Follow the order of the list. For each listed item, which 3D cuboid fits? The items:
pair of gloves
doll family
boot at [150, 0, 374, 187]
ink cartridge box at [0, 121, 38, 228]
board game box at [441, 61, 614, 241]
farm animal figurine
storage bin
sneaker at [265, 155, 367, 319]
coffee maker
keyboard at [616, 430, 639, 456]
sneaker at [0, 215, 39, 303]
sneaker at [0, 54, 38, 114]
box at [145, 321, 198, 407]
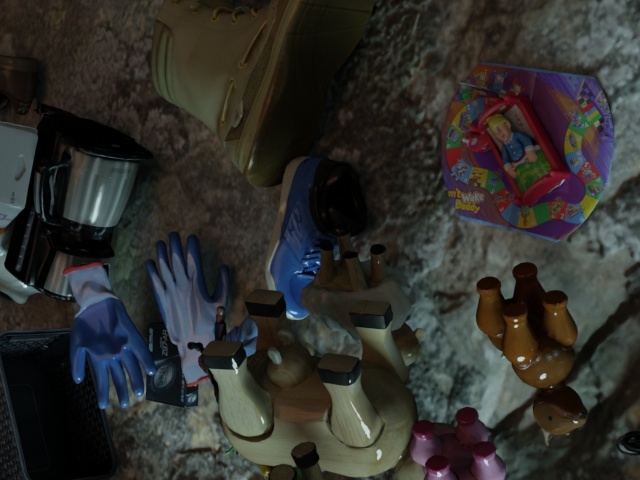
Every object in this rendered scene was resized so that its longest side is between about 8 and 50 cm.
[{"bbox_3d":[-0.176,0.082,1.281,0.198,0.023,0.159,-17,87,17],"label":"pair of gloves"},{"bbox_3d":[-0.053,0.150,1.180,0.111,0.076,0.193,-37,58,49],"label":"doll family"},{"bbox_3d":[-0.061,-0.209,1.179,0.203,0.095,0.262,42,122,38],"label":"boot"},{"bbox_3d":[-0.342,-0.069,1.337,0.122,0.052,0.088,159,121,-64],"label":"ink cartridge box"},{"bbox_3d":[0.153,-0.074,1.007,0.169,0.033,0.133,17,101,44],"label":"board game box"},{"bbox_3d":[0.037,0.156,0.953,0.327,0.330,0.172,18,133,41],"label":"farm animal figurine"},{"bbox_3d":[-0.314,0.197,1.396,0.084,0.122,0.180,-31,68,39],"label":"storage bin"},{"bbox_3d":[-0.001,0.000,1.138,0.084,0.058,0.152,7,88,53],"label":"sneaker"},{"bbox_3d":[-0.272,-0.039,1.382,0.171,0.120,0.178,-133,57,-63],"label":"coffee maker"},{"bbox_3d":[0.280,0.217,0.881,0.317,0.033,0.201,-13,80,43],"label":"keyboard"},{"bbox_3d":[-0.409,0.019,1.516,0.262,0.099,0.121,18,138,59],"label":"sneaker"},{"bbox_3d":[-0.417,-0.195,1.542,0.188,0.066,0.071,11,98,44],"label":"sneaker"},{"bbox_3d":[-0.155,0.129,1.314,0.067,0.018,0.083,4,92,44],"label":"box"}]
